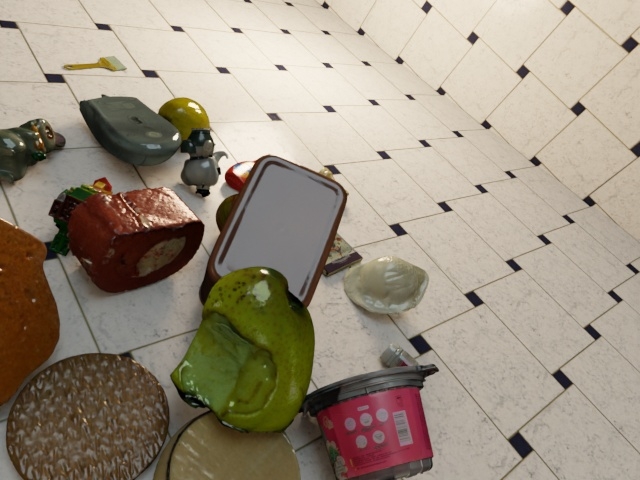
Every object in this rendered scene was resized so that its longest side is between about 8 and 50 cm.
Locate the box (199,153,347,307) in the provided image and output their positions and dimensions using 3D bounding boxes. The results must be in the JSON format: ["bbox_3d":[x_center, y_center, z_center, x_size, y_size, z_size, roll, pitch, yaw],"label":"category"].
[{"bbox_3d":[-0.105,0.010,1.101,0.240,0.229,0.339,23,67,-6],"label":"box"}]

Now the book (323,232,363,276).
[{"bbox_3d":[0.000,-0.001,1.445,0.158,0.026,0.231,-21,59,-44],"label":"book"}]

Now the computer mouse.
[{"bbox_3d":[-0.541,-0.308,1.394,0.188,0.121,0.371,-19,50,-42],"label":"computer mouse"}]

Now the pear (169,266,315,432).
[{"bbox_3d":[-0.106,0.185,0.865,0.238,0.255,0.164,29,13,5],"label":"pear"}]

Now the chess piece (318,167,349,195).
[{"bbox_3d":[0.040,-0.182,1.646,0.122,0.066,0.066,46,41,13],"label":"chess piece"}]

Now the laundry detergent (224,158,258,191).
[{"bbox_3d":[-0.224,-0.211,1.529,0.097,0.049,0.165,38,38,1],"label":"laundry detergent"}]

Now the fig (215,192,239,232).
[{"bbox_3d":[-0.206,-0.040,1.272,0.148,0.142,0.186,-9,31,-2],"label":"fig"}]

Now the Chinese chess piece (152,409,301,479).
[{"bbox_3d":[-0.155,0.410,0.832,0.250,0.103,0.249,18,38,-14],"label":"Chinese chess piece"}]

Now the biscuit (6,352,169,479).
[{"bbox_3d":[-0.395,0.313,0.849,0.262,0.037,0.261,17,40,-15],"label":"biscuit"}]

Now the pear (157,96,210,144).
[{"bbox_3d":[-0.422,-0.365,1.512,0.149,0.148,0.162,38,27,12],"label":"pear"}]

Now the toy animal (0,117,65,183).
[{"bbox_3d":[-0.730,-0.249,1.224,0.127,0.125,0.251,49,27,-20],"label":"toy animal"}]

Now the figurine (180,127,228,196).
[{"bbox_3d":[-0.332,-0.219,1.385,0.147,0.192,0.126,7,9,38],"label":"figurine"}]

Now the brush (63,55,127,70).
[{"bbox_3d":[-0.772,-0.597,1.668,0.083,0.011,0.205,42,41,17],"label":"brush"}]

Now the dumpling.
[{"bbox_3d":[0.188,0.129,1.340,0.216,0.126,0.166,14,56,-22],"label":"dumpling"}]

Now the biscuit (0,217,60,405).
[{"bbox_3d":[-0.601,0.132,0.745,0.078,0.349,0.455,-9,33,26],"label":"biscuit"}]

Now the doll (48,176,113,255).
[{"bbox_3d":[-0.543,-0.069,1.129,0.106,0.134,0.186,23,32,-4],"label":"doll"}]

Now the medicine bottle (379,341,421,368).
[{"bbox_3d":[0.196,0.298,1.198,0.091,0.058,0.058,42,40,17],"label":"medicine bottle"}]

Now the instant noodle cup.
[{"bbox_3d":[0.105,0.368,0.941,0.258,0.303,0.181,31,39,-54],"label":"instant noodle cup"}]

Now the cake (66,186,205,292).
[{"bbox_3d":[-0.408,-0.003,1.089,0.151,0.177,0.283,45,36,21],"label":"cake"}]
